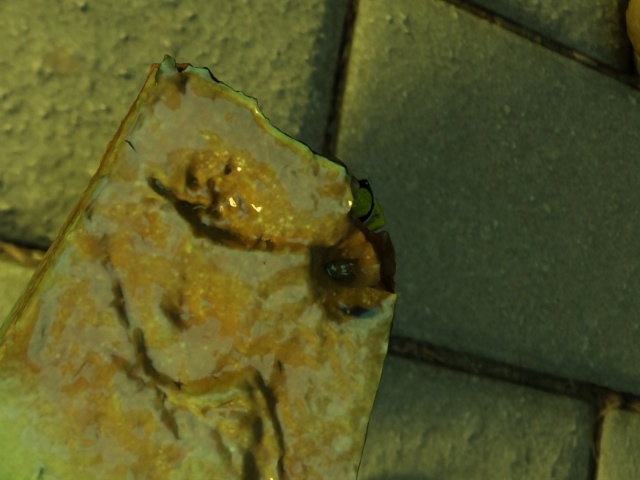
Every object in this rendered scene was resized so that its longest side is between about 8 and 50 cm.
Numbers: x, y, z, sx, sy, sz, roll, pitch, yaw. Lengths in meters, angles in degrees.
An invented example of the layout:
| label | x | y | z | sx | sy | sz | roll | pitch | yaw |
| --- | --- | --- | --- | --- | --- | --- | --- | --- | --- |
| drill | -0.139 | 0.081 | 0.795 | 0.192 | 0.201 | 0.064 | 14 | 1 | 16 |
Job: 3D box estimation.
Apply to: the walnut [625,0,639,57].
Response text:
| label | x | y | z | sx | sy | sz | roll | pitch | yaw |
| --- | --- | --- | --- | --- | --- | --- | --- | --- | --- |
| walnut | 0.397 | -0.230 | 0.934 | 0.184 | 0.155 | 0.155 | 32 | 68 | -19 |

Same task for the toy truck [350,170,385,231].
| label | x | y | z | sx | sy | sz | roll | pitch | yaw |
| --- | --- | --- | --- | --- | --- | --- | --- | --- | --- |
| toy truck | 0.000 | 0.000 | 0.722 | 0.111 | 0.076 | 0.077 | -46 | 124 | -26 |

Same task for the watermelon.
| label | x | y | z | sx | sy | sz | roll | pitch | yaw |
| --- | --- | --- | --- | --- | --- | --- | --- | --- | --- |
| watermelon | -0.070 | 0.069 | 0.612 | 0.264 | 0.151 | 0.302 | 26 | 82 | -17 |
